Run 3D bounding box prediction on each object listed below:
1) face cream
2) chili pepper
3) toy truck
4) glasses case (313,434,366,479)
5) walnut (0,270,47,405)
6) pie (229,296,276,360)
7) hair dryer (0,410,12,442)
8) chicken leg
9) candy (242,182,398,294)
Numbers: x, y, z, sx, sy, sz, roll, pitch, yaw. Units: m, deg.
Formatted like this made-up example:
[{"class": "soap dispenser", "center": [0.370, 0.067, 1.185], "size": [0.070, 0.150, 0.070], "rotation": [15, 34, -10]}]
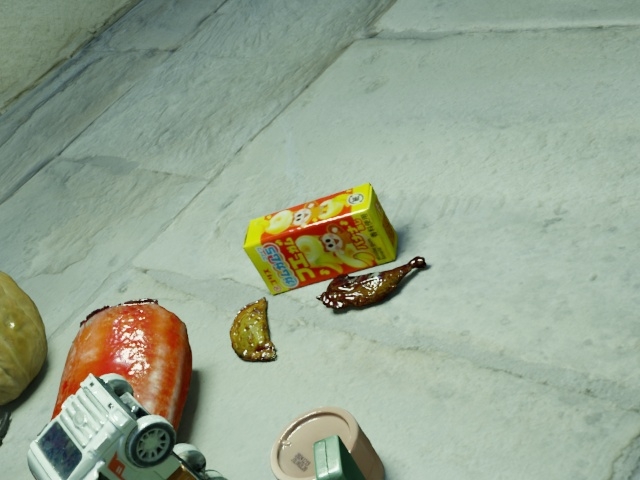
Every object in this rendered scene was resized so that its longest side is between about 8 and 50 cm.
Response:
[{"class": "face cream", "center": [0.010, 0.341, 1.472], "size": [0.149, 0.104, 0.149], "rotation": [-20, 34, 14]}, {"class": "chili pepper", "center": [-0.367, 0.283, 1.740], "size": [0.252, 0.229, 0.305], "rotation": [-4, 37, 9]}, {"class": "toy truck", "center": [-0.244, 0.377, 1.372], "size": [0.207, 0.387, 0.173], "rotation": [-45, 35, -13]}, {"class": "glasses case", "center": [0.044, 0.358, 1.349], "size": [0.039, 0.184, 0.077], "rotation": [-22, 33, 9]}, {"class": "walnut", "center": [-0.737, 0.203, 2.054], "size": [0.277, 0.313, 0.252], "rotation": [-42, 17, -5]}, {"class": "pie", "center": [-0.137, 0.179, 1.876], "size": [0.088, 0.033, 0.191], "rotation": [-29, 33, 8]}, {"class": "hair dryer", "center": [-0.727, 0.446, 1.960], "size": [0.236, 0.091, 0.272], "rotation": [-7, 25, 47]}, {"class": "chicken leg", "center": [0.092, 0.081, 1.813], "size": [0.219, 0.048, 0.089], "rotation": [-17, 38, 19]}, {"class": "candy", "center": [0.000, 0.000, 1.910], "size": [0.276, 0.146, 0.088], "rotation": [-15, 36, 19]}]
